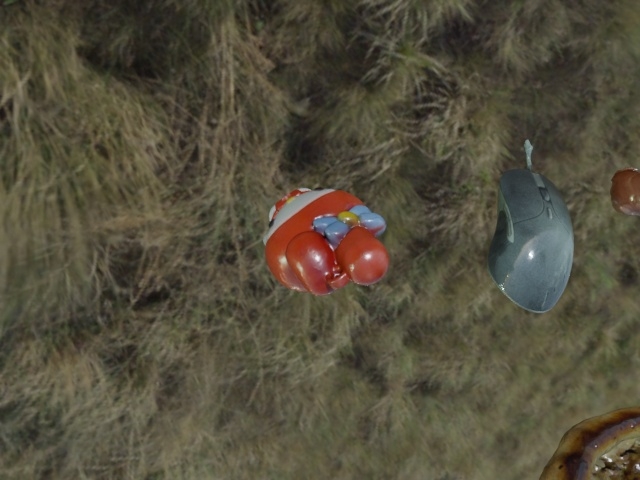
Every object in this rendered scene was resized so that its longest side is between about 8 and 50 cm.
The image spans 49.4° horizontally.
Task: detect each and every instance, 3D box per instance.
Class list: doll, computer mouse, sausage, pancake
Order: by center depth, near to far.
[{"bbox_3d":[0.000,0.000,0.954,0.161,0.290,0.130,-33,115,-4],"label":"doll"},{"bbox_3d":[0.440,0.355,1.076,0.212,0.257,0.056,10,131,-2],"label":"pancake"},{"bbox_3d":[0.698,-0.071,1.209,0.094,0.419,0.094,25,85,-31],"label":"sausage"},{"bbox_3d":[0.411,-0.044,1.329,0.167,0.379,0.090,15,153,-18],"label":"computer mouse"}]
